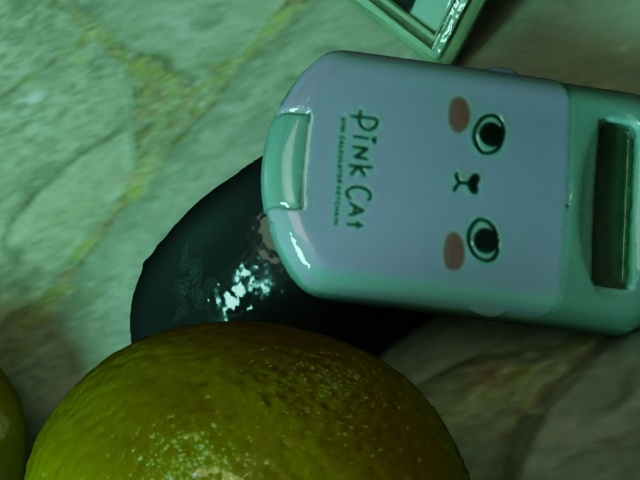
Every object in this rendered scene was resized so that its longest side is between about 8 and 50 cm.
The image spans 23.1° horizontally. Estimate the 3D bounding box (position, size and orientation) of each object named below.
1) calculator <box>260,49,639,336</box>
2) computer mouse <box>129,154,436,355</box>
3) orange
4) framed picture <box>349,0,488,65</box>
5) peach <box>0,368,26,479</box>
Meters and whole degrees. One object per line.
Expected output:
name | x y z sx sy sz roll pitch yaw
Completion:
calculator | 0.089 -0.025 0.858 0.246 0.045 0.141 8 76 -9
computer mouse | 0.000 0.000 0.909 0.264 0.088 0.147 -30 63 -1
orange | -0.034 0.148 0.771 0.236 0.236 0.236 -7 64 15
framed picture | 0.060 -0.284 0.962 0.231 0.018 0.293 41 119 29
peach | -0.259 0.132 0.917 0.179 0.103 0.179 -9 62 17
